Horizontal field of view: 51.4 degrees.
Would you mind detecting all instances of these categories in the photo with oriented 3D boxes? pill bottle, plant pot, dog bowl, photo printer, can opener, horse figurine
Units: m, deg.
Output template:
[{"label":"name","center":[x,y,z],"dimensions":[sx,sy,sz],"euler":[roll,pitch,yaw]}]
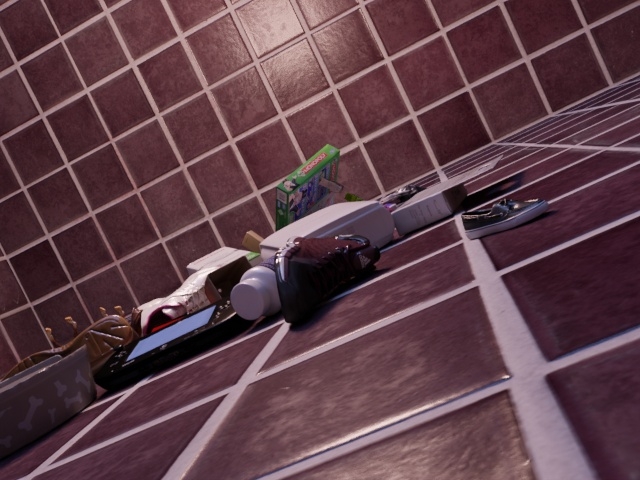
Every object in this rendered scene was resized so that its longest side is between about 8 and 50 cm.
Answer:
[{"label":"pill bottle","center":[-0.091,0.083,1.227],"dimensions":[0.094,0.094,0.169],"euler":[-24,4,31]},{"label":"plant pot","center":[-0.201,0.116,1.506],"dimensions":[0.109,0.109,0.096],"euler":[-29,-7,-35]},{"label":"dog bowl","center":[-0.571,0.315,1.211],"dimensions":[0.348,0.102,0.349],"euler":[-26,4,2]},{"label":"photo printer","center":[0.000,0.000,1.508],"dimensions":[0.256,0.107,0.307],"euler":[-27,9,-14]},{"label":"can opener","center":[0.239,-0.094,1.758],"dimensions":[0.076,0.095,0.283],"euler":[-25,-9,22]},{"label":"horse figurine","center":[-0.558,0.260,1.663],"dimensions":[0.263,0.175,0.066],"euler":[-18,20,-18]}]

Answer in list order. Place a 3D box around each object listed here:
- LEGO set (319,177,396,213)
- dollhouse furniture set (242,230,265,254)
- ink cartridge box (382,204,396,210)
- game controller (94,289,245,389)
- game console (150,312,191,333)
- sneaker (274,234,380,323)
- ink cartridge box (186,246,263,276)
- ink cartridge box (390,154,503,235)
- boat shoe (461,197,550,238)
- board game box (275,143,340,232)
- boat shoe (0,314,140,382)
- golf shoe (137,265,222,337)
[{"label":"LEGO set","center":[0.098,-0.079,1.746],"dimensions":[0.087,0.227,0.093],"euler":[-64,-10,11]},{"label":"dollhouse furniture set","center":[-0.194,0.041,2.146],"dimensions":[0.123,0.144,0.151],"euler":[-31,-30,-57]},{"label":"ink cartridge box","center":[0.142,-0.054,1.944],"dimensions":[0.206,0.045,0.208],"euler":[-24,4,42]},{"label":"game controller","center":[-0.277,0.187,1.272],"dimensions":[0.319,0.067,0.166],"euler":[-26,4,7]},{"label":"game console","center":[-0.315,0.218,1.501],"dimensions":[0.144,0.085,0.124],"euler":[-23,36,40]},{"label":"sneaker","center":[0.018,0.041,1.092],"dimensions":[0.162,0.107,0.281],"euler":[-9,17,6]},{"label":"ink cartridge box","center":[-0.283,0.094,2.004],"dimensions":[0.153,0.087,0.208],"euler":[-29,23,-32]},{"label":"ink cartridge box","center":[0.300,-0.105,1.496],"dimensions":[0.238,0.060,0.275],"euler":[-23,4,23]},{"label":"boat shoe","center":[0.261,-0.038,0.960],"dimensions":[0.049,0.040,0.142],"euler":[-29,5,-42]},{"label":"board game box","center":[-0.039,-0.080,1.797],"dimensions":[0.213,0.046,0.317],"euler":[-44,-25,-34]},{"label":"boat shoe","center":[-0.581,0.302,1.559],"dimensions":[0.342,0.123,0.123],"euler":[-33,-25,-8]},{"label":"golf shoe","center":[-0.360,0.177,1.794],"dimensions":[0.306,0.115,0.140],"euler":[-33,16,-12]}]
